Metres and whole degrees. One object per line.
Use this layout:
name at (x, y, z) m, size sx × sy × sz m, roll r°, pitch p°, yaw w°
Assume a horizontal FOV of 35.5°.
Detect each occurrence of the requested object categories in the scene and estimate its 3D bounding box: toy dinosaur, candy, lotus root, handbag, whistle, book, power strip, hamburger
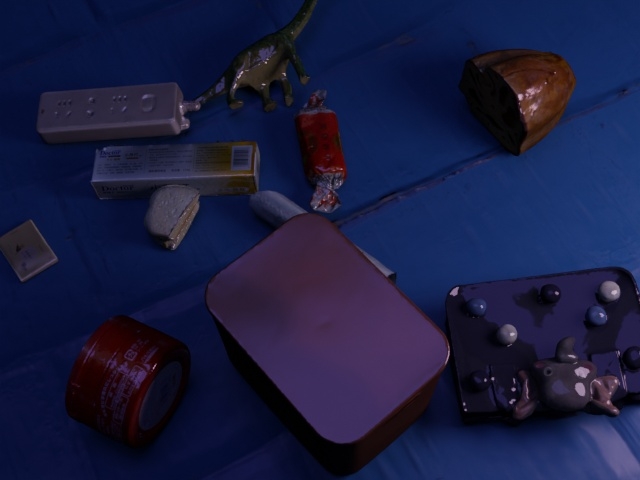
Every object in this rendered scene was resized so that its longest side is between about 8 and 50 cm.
toy dinosaur at (-0.122, -0.406, 2.017) m, size 0.447 × 0.087 × 0.301 m, roll -16°, pitch 65°, yaw 2°
candy at (0.000, -0.177, 1.898) m, size 0.086 × 0.059 × 0.292 m, roll -9°, pitch 60°, yaw -2°
lotus root at (0.384, -0.289, 1.853) m, size 0.180 × 0.199 × 0.188 m, roll -31°, pitch 68°, yaw -8°
handbag at (0.375, 0.183, 1.623) m, size 0.325 × 0.118 × 0.269 m, roll -9°, pitch 59°, yaw 2°
whistle at (0.000, 0.000, 1.790) m, size 0.312 × 0.062 × 0.062 m, roll 35°, pitch 67°, yaw 23°
book at (-0.544, 0.018, 1.848) m, size 0.077 × 0.014 × 0.111 m, roll -33°, pitch 62°, yaw -15°
power strip at (-0.403, -0.250, 1.960) m, size 0.338 × 0.058 × 0.098 m, roll -3°, pitch 63°, yaw 7°
hamburger at (-0.280, -0.052, 1.841) m, size 0.084 × 0.054 × 0.121 m, roll 24°, pitch 75°, yaw 22°

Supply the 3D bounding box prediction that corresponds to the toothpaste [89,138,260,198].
toothpaste at (-0.273, -0.133, 1.887) m, size 0.312 × 0.071 × 0.089 m, roll -2°, pitch 61°, yaw 3°

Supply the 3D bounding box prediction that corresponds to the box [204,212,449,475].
box at (0.008, 0.174, 1.575) m, size 0.239 × 0.229 × 0.339 m, roll -37°, pitch 67°, yaw -18°

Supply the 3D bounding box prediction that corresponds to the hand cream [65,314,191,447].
hand cream at (-0.305, 0.227, 1.603) m, size 0.125 × 0.193 × 0.193 m, roll 25°, pitch 64°, yaw 16°
